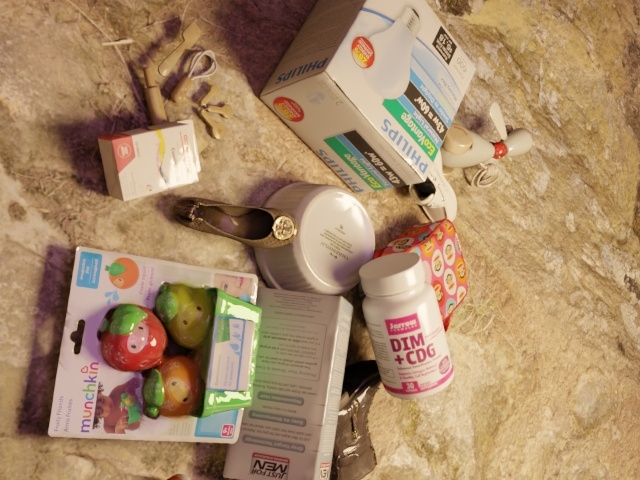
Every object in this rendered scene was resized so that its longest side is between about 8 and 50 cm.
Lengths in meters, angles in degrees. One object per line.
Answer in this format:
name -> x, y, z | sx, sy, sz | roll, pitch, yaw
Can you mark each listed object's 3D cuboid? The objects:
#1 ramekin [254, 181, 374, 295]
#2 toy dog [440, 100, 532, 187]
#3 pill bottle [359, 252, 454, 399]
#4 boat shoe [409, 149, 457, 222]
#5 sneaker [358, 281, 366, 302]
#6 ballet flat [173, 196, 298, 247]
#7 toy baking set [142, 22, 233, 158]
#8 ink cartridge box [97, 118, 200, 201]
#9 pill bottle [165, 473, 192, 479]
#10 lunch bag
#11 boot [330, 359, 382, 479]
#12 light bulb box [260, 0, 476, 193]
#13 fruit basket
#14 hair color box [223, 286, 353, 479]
ramekin -> 0.000, 0.000, 1.605 | 0.272, 0.127, 0.273 | 5, 82, -40
toy dog -> 0.387, -0.266, 1.939 | 0.333, 0.220, 0.161 | 1, 53, -47
pill bottle -> 0.180, 0.180, 1.584 | 0.160, 0.160, 0.283 | -29, 111, -38
boat shoe -> 0.261, -0.125, 1.829 | 0.096, 0.098, 0.277 | -57, 137, -31
sneaker -> 0.134, 0.143, 1.760 | 0.061, 0.053, 0.152 | -36, 111, -53
ballet flat -> -0.163, -0.039, 1.451 | 0.249, 0.058, 0.084 | 13, 82, -11
toy baking set -> -0.268, -0.293, 1.475 | 0.196, 0.030, 0.256 | -29, 111, -44
ink cartridge box -> -0.302, -0.155, 1.385 | 0.198, 0.067, 0.115 | -21, 114, -36
pill bottle -> -0.311, 0.517, 1.300 | 0.221, 0.121, 0.121 | -26, 102, -39
lunch bag -> 0.255, 0.104, 1.787 | 0.293, 0.120, 0.258 | -31, 107, -51
boot -> 0.088, 0.416, 1.680 | 0.263, 0.091, 0.229 | -29, 111, -37
light bulb box -> 0.118, -0.359, 1.675 | 0.358, 0.225, 0.361 | 42, 60, -29
fruit basket -> -0.281, 0.195, 1.331 | 0.353, 0.165, 0.327 | 14, 77, -35
hair color box -> -0.059, 0.293, 1.475 | 0.113, 0.185, 0.375 | 46, 51, -69
